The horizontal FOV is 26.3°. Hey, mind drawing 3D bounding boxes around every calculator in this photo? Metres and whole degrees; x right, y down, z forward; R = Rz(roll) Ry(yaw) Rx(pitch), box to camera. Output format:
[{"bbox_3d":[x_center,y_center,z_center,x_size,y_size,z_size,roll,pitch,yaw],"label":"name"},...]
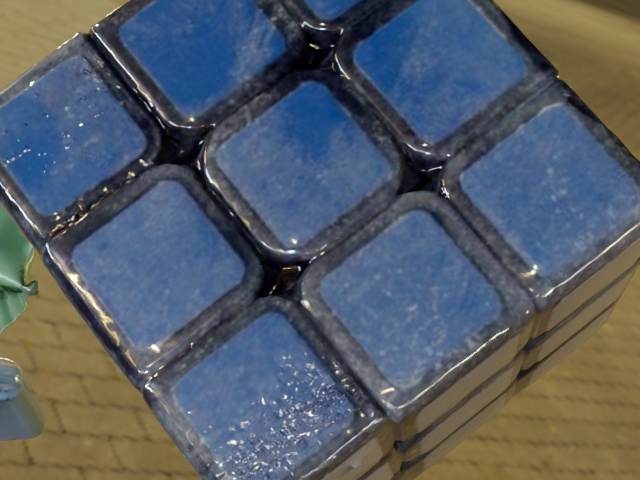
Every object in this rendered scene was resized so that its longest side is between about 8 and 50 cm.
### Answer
[{"bbox_3d":[-0.321,0.148,1.252,0.121,0.039,0.210,0,-21,-2],"label":"calculator"}]

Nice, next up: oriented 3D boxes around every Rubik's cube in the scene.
[{"bbox_3d":[0.000,0.000,0.891,0.301,0.305,0.304,52,-5,16],"label":"Rubik's cube"}]

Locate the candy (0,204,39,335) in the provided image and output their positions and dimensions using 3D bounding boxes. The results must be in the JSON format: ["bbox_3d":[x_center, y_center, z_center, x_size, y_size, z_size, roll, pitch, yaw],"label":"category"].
[{"bbox_3d":[-0.446,-0.098,1.474,0.398,0.172,0.263,50,-7,-16],"label":"candy"}]
